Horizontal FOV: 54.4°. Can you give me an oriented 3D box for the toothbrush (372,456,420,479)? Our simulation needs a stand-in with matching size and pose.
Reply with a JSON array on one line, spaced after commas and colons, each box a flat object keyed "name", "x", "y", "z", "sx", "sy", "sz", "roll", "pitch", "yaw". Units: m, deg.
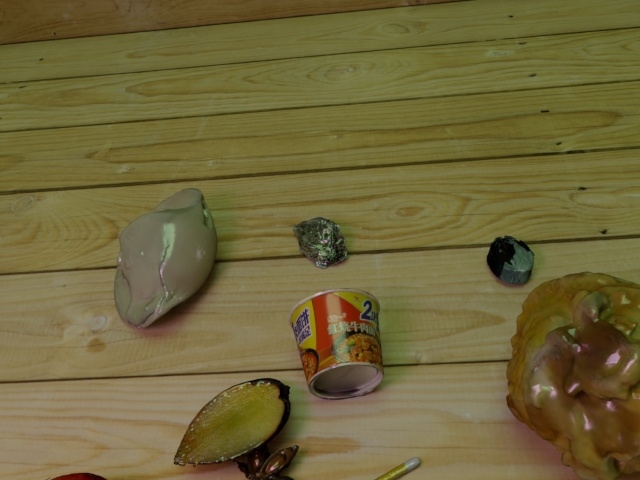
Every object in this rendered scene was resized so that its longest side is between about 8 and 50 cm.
[{"name": "toothbrush", "x": 0.069, "y": 0.492, "z": 1.198, "sx": 0.288, "sy": 0.024, "sz": 0.021, "roll": -23, "pitch": 48, "yaw": -16}]

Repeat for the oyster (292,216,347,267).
[{"name": "oyster", "x": 0.000, "y": 0.000, "z": 1.681, "sx": 0.124, "sy": 0.064, "sz": 0.177, "roll": -30, "pitch": 57, "yaw": 0}]

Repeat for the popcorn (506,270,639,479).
[{"name": "popcorn", "x": 0.538, "y": 0.245, "z": 1.153, "sx": 0.353, "sy": 0.345, "sz": 0.390, "roll": 11, "pitch": 15, "yaw": 6}]

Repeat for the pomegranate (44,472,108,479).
[{"name": "pomegranate", "x": -0.454, "y": 0.533, "z": 1.114, "sx": 0.235, "sy": 0.210, "sz": 0.210, "roll": -50, "pitch": 51, "yaw": 5}]

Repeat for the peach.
[{"name": "peach", "x": -0.172, "y": 0.391, "z": 1.281, "sx": 0.279, "sy": 0.068, "sz": 0.189, "roll": -30, "pitch": 31, "yaw": -27}]

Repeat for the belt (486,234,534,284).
[{"name": "belt", "x": 0.474, "y": 0.051, "z": 1.553, "sx": 0.105, "sy": 0.058, "sz": 0.140, "roll": -4, "pitch": 41, "yaw": -4}]

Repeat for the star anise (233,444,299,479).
[{"name": "star anise", "x": -0.094, "y": 0.469, "z": 1.220, "sx": 0.156, "sy": 0.054, "sz": 0.212, "roll": -13, "pitch": 40, "yaw": 1}]

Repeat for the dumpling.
[{"name": "dumpling", "x": -0.424, "y": 0.057, "z": 1.628, "sx": 0.315, "sy": 0.233, "sz": 0.395, "roll": -21, "pitch": 51, "yaw": 34}]

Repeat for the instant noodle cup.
[{"name": "instant noodle cup", "x": 0.043, "y": 0.231, "z": 1.347, "sx": 0.213, "sy": 0.213, "sz": 0.174, "roll": -10, "pitch": 53, "yaw": -1}]
